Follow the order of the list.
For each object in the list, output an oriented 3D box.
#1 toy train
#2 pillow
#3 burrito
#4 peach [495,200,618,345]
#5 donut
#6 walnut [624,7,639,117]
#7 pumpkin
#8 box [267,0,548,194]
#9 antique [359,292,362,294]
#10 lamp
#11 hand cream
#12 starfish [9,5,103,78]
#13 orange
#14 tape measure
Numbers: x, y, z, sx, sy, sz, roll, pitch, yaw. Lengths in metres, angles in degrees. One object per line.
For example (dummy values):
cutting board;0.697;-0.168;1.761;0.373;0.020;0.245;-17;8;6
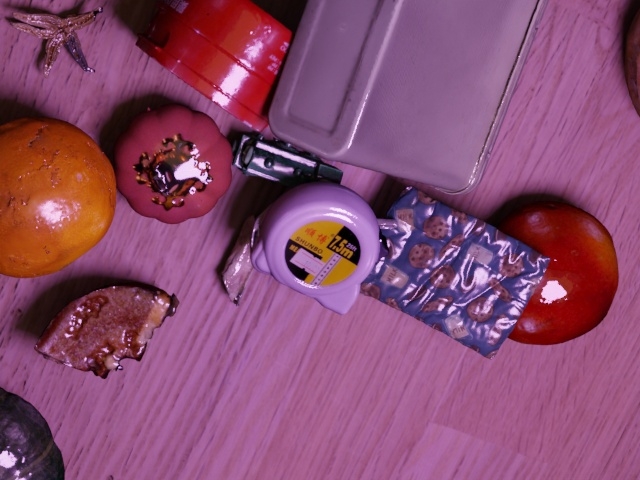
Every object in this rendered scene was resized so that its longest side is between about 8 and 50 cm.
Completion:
toy train;-0.054;-0.113;1.609;0.171;0.111;0.071;18;97;-17
pillow;0.198;0.048;1.612;0.256;0.034;0.188;28;102;7
burrito;-0.123;0.031;1.666;0.055;0.041;0.149;20;100;-30
peach;0.359;0.053;1.699;0.244;0.199;0.243;0;92;-3
donut;-0.321;0.119;1.603;0.144;0.126;0.186;35;91;-11
walnut;0.593;-0.280;1.659;0.225;0.225;0.260;-18;112;-7
pumpkin;-0.535;0.344;1.575;0.300;0.207;0.300;0;111;1
box;0.131;-0.262;1.489;0.344;0.177;0.351;6;107;-53
antique;0.021;0.012;1.670;0.183;0.086;0.088;27;98;-18
lamp;-0.218;-0.111;1.556;0.182;0.140;0.181;-3;107;-10
hand cream;-0.133;-0.271;1.492;0.230;0.230;0.149;37;94;-18
starfish;-0.366;-0.302;1.525;0.130;0.041;0.133;-32;115;6
orange;-0.406;-0.062;1.479;0.240;0.240;0.239;-3;105;-12
tape measure;0.004;-0.001;1.562;0.196;0.105;0.178;34;113;-20
